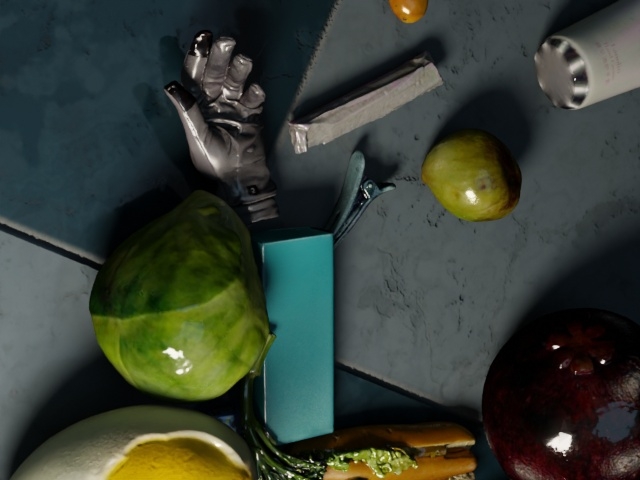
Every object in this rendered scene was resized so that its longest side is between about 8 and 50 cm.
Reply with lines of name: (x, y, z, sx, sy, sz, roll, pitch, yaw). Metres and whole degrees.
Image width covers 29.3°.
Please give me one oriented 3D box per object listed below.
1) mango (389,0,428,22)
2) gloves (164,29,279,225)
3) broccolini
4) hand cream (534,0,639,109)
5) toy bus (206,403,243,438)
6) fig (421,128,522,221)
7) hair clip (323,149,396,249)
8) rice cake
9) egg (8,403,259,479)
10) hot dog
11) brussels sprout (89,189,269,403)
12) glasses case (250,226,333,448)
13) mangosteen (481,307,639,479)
mango: (0.125, -0.362, 1.780, 0.060, 0.046, 0.089, -9, 87, -27)
gloves: (-0.129, -0.144, 1.644, 0.142, 0.119, 0.285, -24, 120, -33)
broccolini: (-0.049, 0.252, 1.677, 0.123, 0.062, 0.271, -5, 103, -18)
hand cream: (0.499, -0.314, 1.933, 0.359, 0.118, 0.185, -25, 103, -27)
toy bus: (-0.127, 0.311, 1.732, 0.061, 0.051, 0.153, -6, 99, -12)
fig: (0.231, -0.097, 1.815, 0.153, 0.121, 0.136, 40, 39, -5)
hair clip: (0.000, 0.000, 1.759, 0.083, 0.048, 0.275, 44, 78, -27)
rice cake: (0.067, -0.202, 1.766, 0.270, 0.049, 0.055, -30, 130, -19)
egg: (-0.243, 0.351, 1.548, 0.345, 0.283, 0.283, -5, 99, 2)
hot dog: (0.088, 0.341, 1.808, 0.337, 0.100, 0.135, 2, 96, -26)
brussels sprout: (-0.179, 0.073, 1.593, 0.210, 0.219, 0.271, 43, 56, -39)
glasses case: (-0.043, 0.134, 1.721, 0.117, 0.070, 0.301, -7, 105, -28)
mangosteen: (0.396, 0.272, 1.862, 0.307, 0.307, 0.347, -27, 136, -21)
